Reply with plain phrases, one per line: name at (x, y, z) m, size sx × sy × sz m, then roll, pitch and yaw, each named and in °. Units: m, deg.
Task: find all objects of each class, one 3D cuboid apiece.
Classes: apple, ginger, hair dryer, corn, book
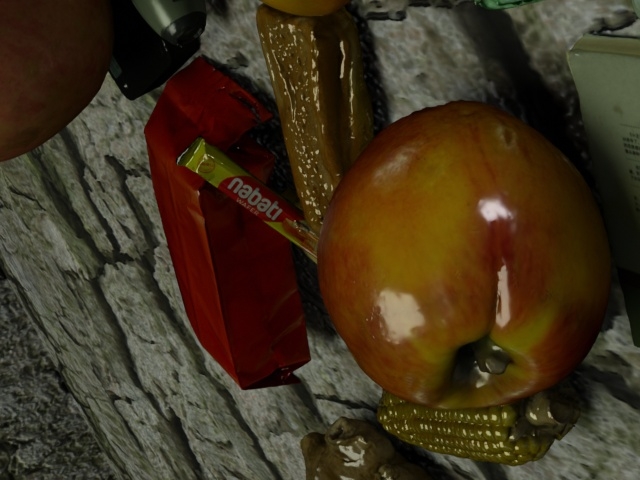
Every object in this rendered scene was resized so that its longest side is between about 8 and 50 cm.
apple at (-0.417, -0.264, 1.396) m, size 0.364 × 0.364 × 0.364 m, roll 41°, pitch 150°, yaw 30°
ginger at (0.086, 0.332, 1.571) m, size 0.270 × 0.123 × 0.218 m, roll -11°, pitch 113°, yaw 53°
hair dryer at (-0.186, -0.364, 1.333) m, size 0.219 × 0.088 × 0.225 m, roll 48°, pitch 140°, yaw 27°
corn at (0.161, 0.177, 1.269) m, size 0.119 × 0.119 × 0.322 m, roll 61°, pitch 158°, yaw -6°
book at (0.296, -0.014, 0.906) m, size 0.201 × 0.026 × 0.289 m, roll 19°, pitch 134°, yaw 51°

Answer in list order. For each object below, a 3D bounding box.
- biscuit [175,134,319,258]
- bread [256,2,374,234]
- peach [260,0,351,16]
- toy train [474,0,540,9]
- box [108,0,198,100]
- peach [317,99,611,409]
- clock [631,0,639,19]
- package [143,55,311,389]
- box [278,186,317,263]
biscuit at (-0.035, -0.022, 1.355) m, size 0.292 × 0.026 × 0.048 m, roll 36°, pitch 123°, yaw -9°
bread at (0.006, -0.123, 1.242) m, size 0.139 × 0.077 × 0.271 m, roll 28°, pitch 140°, yaw 52°
peach at (-0.010, -0.262, 1.046) m, size 0.138 × 0.138 × 0.138 m, roll 41°, pitch 150°, yaw 30°
toy train at (0.143, -0.244, 0.861) m, size 0.149 × 0.099 × 0.081 m, roll 79°, pitch 176°, yaw -48°
box at (-0.289, -0.360, 1.520) m, size 0.350 × 0.058 × 0.211 m, roll 60°, pitch 155°, yaw -4°
peach at (0.118, 0.004, 1.006) m, size 0.281 × 0.238 × 0.281 m, roll -176°, pitch 90°, yaw -80°
clock at (0.244, -0.175, 0.647) m, size 0.243 × 0.200 × 0.146 m, roll 57°, pitch 168°, yaw 17°
package at (-0.119, -0.005, 1.515) m, size 0.196 × 0.123 × 0.423 m, roll 41°, pitch 147°, yaw 48°
box at (0.000, 0.000, 1.457) m, size 0.149 × 0.020 × 0.073 m, roll 42°, pitch 151°, yaw 29°
